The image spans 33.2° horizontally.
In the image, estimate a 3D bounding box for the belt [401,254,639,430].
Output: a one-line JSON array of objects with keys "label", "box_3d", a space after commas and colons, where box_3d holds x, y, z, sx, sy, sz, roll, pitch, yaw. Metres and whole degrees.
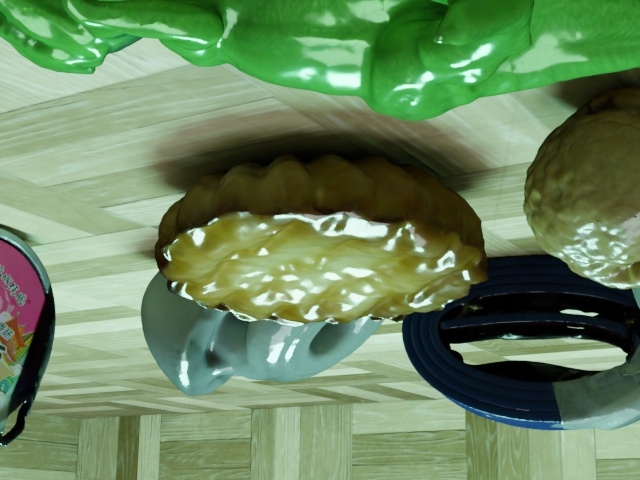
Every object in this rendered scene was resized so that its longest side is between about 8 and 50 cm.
[{"label": "belt", "box_3d": [0.281, 0.130, 1.354, 0.347, 0.212, 0.117, 1, 164, 15]}]

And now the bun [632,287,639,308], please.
[{"label": "bun", "box_3d": [0.458, 0.036, 0.940, 0.362, 0.211, 0.362, -13, 174, -1]}]

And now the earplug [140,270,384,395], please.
[{"label": "earplug", "box_3d": [-0.062, 0.085, 1.320, 0.326, 0.175, 0.214, -11, 153, 9]}]

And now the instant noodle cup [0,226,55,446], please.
[{"label": "instant noodle cup", "box_3d": [-0.465, 0.097, 1.252, 0.182, 0.302, 0.258, 8, -157, 33]}]

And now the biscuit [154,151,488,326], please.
[{"label": "biscuit", "box_3d": [0.000, 0.000, 1.061, 0.326, 0.107, 0.325, -1, 157, 0]}]

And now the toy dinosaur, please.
[{"label": "toy dinosaur", "box_3d": [0.064, -0.101, 0.651, 0.500, 0.143, 0.375, 18, 163, -35]}]

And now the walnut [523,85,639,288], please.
[{"label": "walnut", "box_3d": [0.243, -0.042, 0.823, 0.156, 0.155, 0.184, 4, 166, -14]}]
